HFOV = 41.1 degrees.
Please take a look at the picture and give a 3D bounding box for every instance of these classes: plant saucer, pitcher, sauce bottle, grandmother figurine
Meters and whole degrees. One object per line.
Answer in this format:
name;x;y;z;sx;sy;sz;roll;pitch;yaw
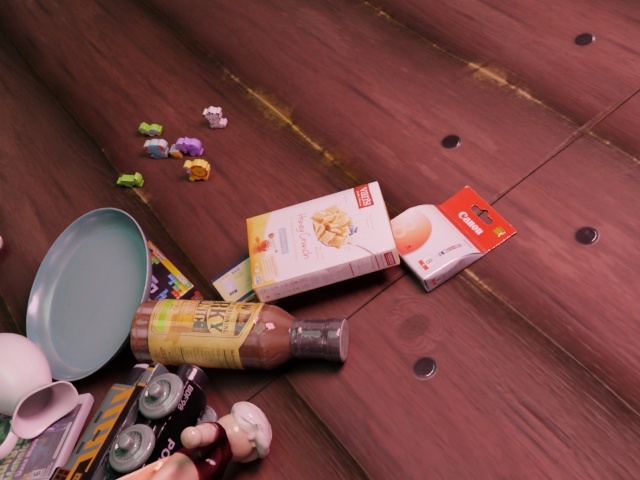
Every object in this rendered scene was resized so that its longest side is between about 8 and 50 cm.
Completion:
plant saucer;-0.406;0.097;1.522;0.318;0.044;0.317;-16;62;33
pitcher;-0.524;0.257;1.422;0.178;0.125;0.207;-44;47;-17
sauce bottle;-0.128;0.152;1.368;0.345;0.111;0.111;0;52;12
grandmother figurine;-0.189;0.322;1.173;0.104;0.207;0.342;43;38;17

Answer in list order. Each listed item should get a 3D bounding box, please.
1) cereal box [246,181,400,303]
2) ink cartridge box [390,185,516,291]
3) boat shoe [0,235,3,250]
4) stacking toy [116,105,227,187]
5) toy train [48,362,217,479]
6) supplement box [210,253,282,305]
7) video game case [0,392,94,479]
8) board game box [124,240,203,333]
cereal box;0.000;0.000;1.420;0.240;0.047;0.173;-17;43;5
ink cartridge box;0.208;-0.015;1.412;0.179;0.045;0.145;-35;48;-3
boat shoe;-0.734;0.063;1.758;0.206;0.075;0.065;-47;7;-11
stacking toy;-0.310;-0.194;1.779;0.221;0.052;0.167;-3;51;22
toy train;-0.294;0.329;1.287;0.190;0.142;0.333;1;52;36
supplement box;-0.127;0.085;1.464;0.083;0.056;0.083;-36;47;-8
video game case;-0.478;0.334;1.396;0.173;0.022;0.190;-12;32;14
board game box;-0.315;0.096;1.543;0.141;0.048;0.170;-40;48;-13
